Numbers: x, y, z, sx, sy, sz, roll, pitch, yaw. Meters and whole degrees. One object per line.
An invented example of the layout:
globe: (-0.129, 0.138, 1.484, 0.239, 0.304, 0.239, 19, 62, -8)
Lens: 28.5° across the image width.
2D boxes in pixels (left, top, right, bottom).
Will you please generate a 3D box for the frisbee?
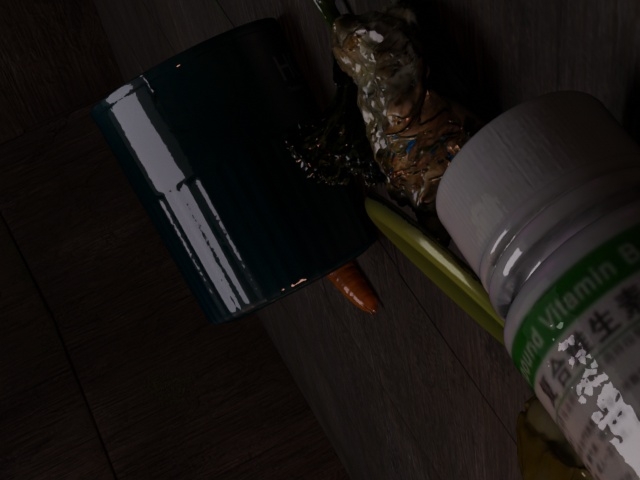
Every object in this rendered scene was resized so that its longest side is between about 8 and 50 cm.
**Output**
frisbee: (0.121, 0.044, 1.022, 0.236, 0.017, 0.236, 43, 179, 1)

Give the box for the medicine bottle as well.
medicine bottle: (0.167, 0.039, 0.664, 0.236, 0.139, 0.139, 60, 170, 31)

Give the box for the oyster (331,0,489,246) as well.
oyster: (0.073, -0.091, 0.988, 0.259, 0.092, 0.198, -175, 63, -82)

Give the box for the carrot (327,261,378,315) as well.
carrot: (0.000, 0.000, 1.724, 0.062, 0.066, 0.271, -5, -122, -53)

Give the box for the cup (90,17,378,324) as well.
cup: (-0.099, -0.073, 1.500, 0.292, 0.242, 0.308, 62, 168, -1)

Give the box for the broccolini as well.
broccolini: (-0.018, -0.161, 1.141, 0.271, 0.123, 0.062, 59, 143, 6)

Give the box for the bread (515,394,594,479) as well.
bread: (0.237, 0.282, 0.773, 0.369, 0.192, 0.314, 68, 170, -16)
